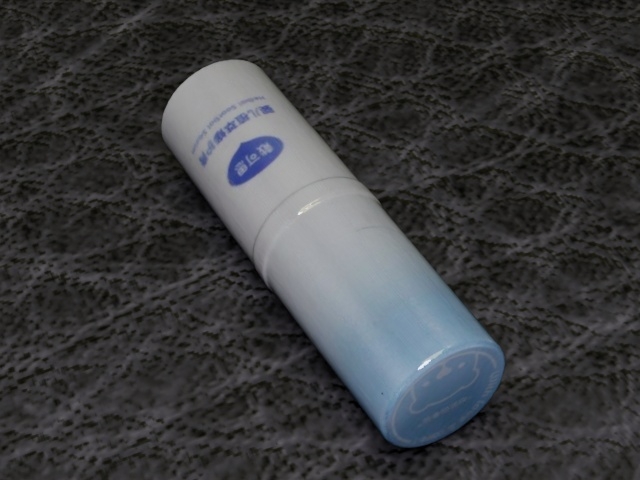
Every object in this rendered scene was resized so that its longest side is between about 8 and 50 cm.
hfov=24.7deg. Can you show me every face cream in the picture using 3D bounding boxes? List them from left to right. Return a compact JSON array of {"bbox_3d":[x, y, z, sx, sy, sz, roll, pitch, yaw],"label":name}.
[{"bbox_3d":[0.000,0.000,0.802,0.077,0.077,0.250,-26,52,-17],"label":"face cream"}]
